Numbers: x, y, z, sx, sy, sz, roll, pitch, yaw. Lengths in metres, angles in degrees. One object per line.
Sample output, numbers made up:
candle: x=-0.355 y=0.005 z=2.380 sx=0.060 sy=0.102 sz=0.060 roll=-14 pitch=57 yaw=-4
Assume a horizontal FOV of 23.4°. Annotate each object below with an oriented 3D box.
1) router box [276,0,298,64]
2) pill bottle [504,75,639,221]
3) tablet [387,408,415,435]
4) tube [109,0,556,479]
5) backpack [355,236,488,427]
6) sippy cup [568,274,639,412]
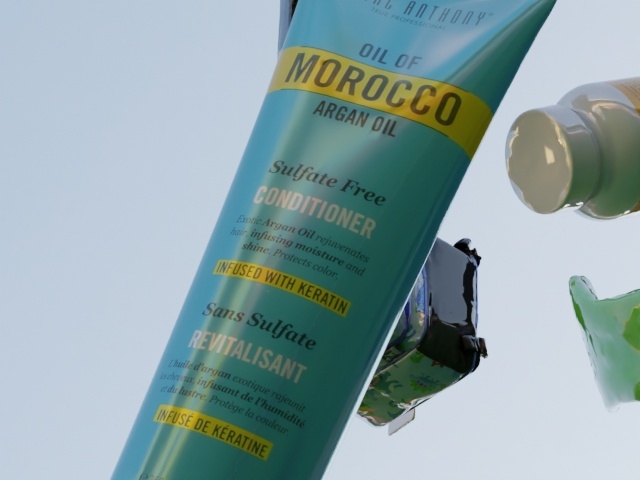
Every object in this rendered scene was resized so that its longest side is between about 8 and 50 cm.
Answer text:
router box: x=0.033 y=-0.178 z=1.282 sx=0.133 sy=0.046 sz=0.179 roll=5 pitch=-101 yaw=-16
pill bottle: x=0.263 y=-0.079 z=1.295 sx=0.208 sy=0.117 sz=0.118 roll=-11 pitch=-54 yaw=-30
tablet: x=0.076 y=0.135 z=1.433 sx=0.006 sy=0.083 sz=0.054 roll=14 pitch=-29 yaw=-19
tube: x=0.000 y=0.000 z=0.448 sx=0.080 sy=0.207 sz=0.052 roll=19 pitch=-20 yaw=11
backpack: x=0.038 y=0.054 z=0.970 sx=0.084 sy=0.105 sz=0.114 roll=27 pitch=-48 yaw=-25
sippy cup: x=0.270 y=-0.005 z=0.625 sx=0.305 sy=0.224 sz=0.240 roll=19 pitch=-90 yaw=0
